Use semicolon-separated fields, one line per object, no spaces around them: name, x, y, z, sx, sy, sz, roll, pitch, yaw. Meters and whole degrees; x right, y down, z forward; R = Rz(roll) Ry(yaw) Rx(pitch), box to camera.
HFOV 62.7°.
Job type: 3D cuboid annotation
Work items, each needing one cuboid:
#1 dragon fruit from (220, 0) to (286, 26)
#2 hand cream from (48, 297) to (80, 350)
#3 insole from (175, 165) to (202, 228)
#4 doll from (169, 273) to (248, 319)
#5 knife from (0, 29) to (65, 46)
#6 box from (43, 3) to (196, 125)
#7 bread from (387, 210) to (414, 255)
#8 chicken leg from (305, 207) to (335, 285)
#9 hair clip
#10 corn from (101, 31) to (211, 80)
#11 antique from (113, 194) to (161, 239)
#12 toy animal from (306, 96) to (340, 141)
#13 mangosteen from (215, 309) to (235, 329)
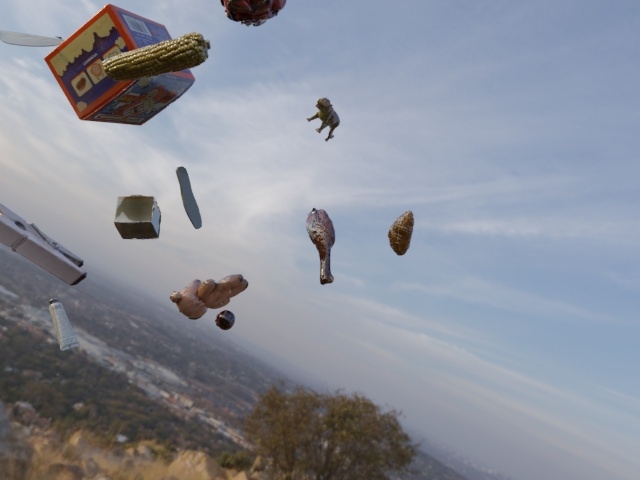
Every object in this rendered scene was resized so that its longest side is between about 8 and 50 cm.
dragon fruit;-0.210;-0.828;1.726;0.234;0.233;0.293;36;-18;-33
hand cream;-0.929;0.300;1.885;0.067;0.194;0.042;-10;-22;-48
insole;-0.390;-0.126;1.554;0.010;0.192;0.063;-12;7;25
doll;-0.453;0.201;2.160;0.156;0.303;0.201;60;-5;38
knife;-0.983;-0.644;1.645;0.336;0.081;0.043;-2;-37;-30
box;-0.688;-0.597;1.854;0.257;0.318;0.349;59;16;-2
bread;0.319;-0.026;2.118;0.105;0.076;0.233;54;-32;38
chicken leg;0.000;0.000;2.145;0.096;0.407;0.158;6;-47;-18
hair clip;-0.879;0.016;1.630;0.331;0.085;0.101;50;9;-39
corn;-0.464;-0.518;1.500;0.320;0.097;0.097;-11;-20;6
antique;-0.724;-0.097;2.097;0.152;0.148;0.146;-1;-28;-6
toy animal;0.022;-0.408;1.794;0.057;0.099;0.241;50;8;20
mangosteen;-0.378;0.314;2.082;0.081;0.081;0.081;27;-12;6
